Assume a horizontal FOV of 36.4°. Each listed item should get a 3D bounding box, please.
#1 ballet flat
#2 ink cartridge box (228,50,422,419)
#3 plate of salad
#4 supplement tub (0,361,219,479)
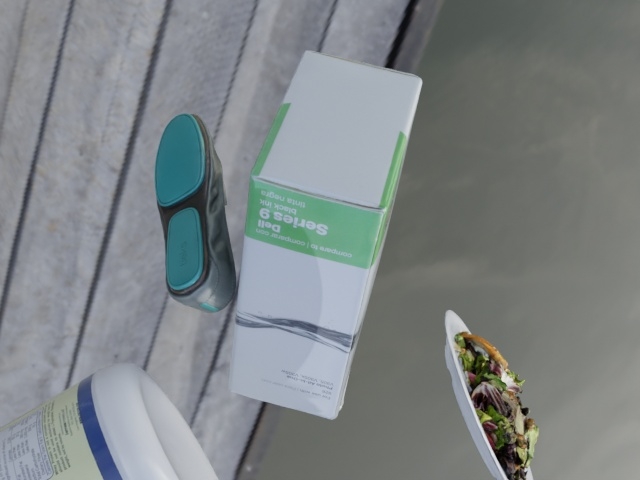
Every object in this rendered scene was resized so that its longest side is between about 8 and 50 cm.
[{"bbox_3d":[-0.120,-0.025,0.950,0.072,0.213,0.068,-22,146,23],"label":"ballet flat"},{"bbox_3d":[0.000,0.000,0.945,0.122,0.211,0.289,14,133,4],"label":"ink cartridge box"},{"bbox_3d":[0.165,0.152,0.886,0.048,0.199,0.200,-24,138,13],"label":"plate of salad"},{"bbox_3d":[-0.258,0.286,0.885,0.325,0.235,0.235,-31,136,-3],"label":"supplement tub"}]
